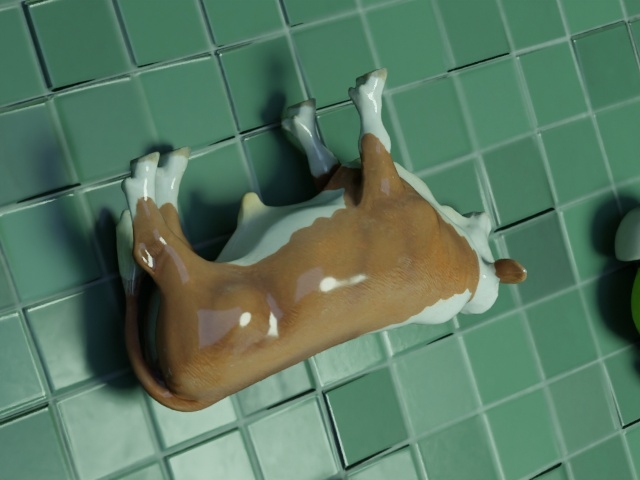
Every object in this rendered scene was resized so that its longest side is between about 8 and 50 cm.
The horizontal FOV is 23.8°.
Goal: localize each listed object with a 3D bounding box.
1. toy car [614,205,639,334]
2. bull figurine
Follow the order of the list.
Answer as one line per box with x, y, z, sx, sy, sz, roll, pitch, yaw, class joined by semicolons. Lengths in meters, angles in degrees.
0.332;0.031;1.196;0.182;0.136;0.159;-22;97;-29;toy car
0.000;0.000;1.032;0.310;0.101;0.188;-23;93;-31;bull figurine
